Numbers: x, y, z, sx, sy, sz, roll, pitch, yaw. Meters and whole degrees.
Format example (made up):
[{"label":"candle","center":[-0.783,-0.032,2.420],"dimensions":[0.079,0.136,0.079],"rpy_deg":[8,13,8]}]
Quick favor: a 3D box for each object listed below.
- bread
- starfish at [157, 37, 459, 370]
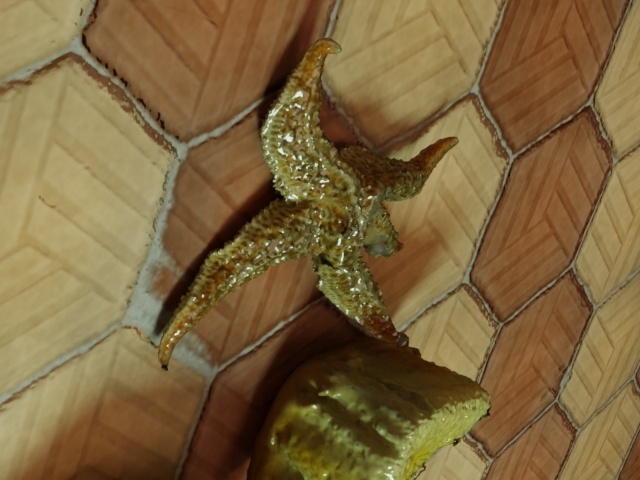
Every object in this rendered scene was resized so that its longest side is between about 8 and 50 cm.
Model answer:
[{"label":"bread","center":[0.035,0.173,1.165],"dimensions":[0.251,0.174,0.133],"rpy_deg":[-43,145,-25]},{"label":"starfish","center":[0.021,0.000,1.106],"dimensions":[0.293,0.084,0.301],"rpy_deg":[18,96,-54]}]
